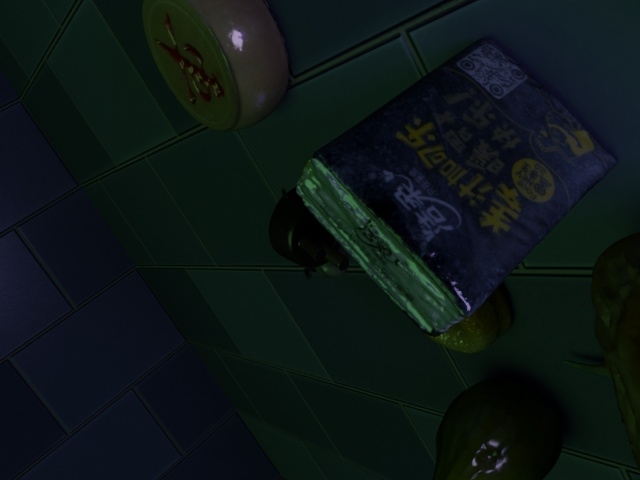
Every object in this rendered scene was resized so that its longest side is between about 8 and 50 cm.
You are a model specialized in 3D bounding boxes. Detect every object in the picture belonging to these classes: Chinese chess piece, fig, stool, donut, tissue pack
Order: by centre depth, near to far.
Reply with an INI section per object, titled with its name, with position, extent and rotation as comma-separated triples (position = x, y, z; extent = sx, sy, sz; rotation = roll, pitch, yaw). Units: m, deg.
[tissue pack]
position = 0.132, -0.062, 0.609
extent = 0.185, 0.257, 0.081
rotation = 47, 151, 9
[donut]
position = 0.173, 0.081, 0.929
extent = 0.190, 0.074, 0.174
rotation = 54, 153, -6
[fig]
position = 0.244, 0.281, 0.943
extent = 0.167, 0.233, 0.167
rotation = -4, 83, 40
[Chinese chess piece]
position = -0.158, -0.280, 0.971
extent = 0.251, 0.097, 0.251
rotation = 38, 150, 27
[stool]
position = 0.000, 0.000, 1.055
extent = 0.121, 0.125, 0.217
rotation = 27, 154, 37

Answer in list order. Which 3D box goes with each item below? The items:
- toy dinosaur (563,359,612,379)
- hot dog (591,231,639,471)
[toy dinosaur]
position = 0.363, 0.142, 0.755
extent = 0.187, 0.044, 0.106
rotation = 37, 140, 52
[hot dog]
position = 0.394, 0.128, 0.515
extent = 0.367, 0.196, 0.365
rotation = -18, 104, 55
